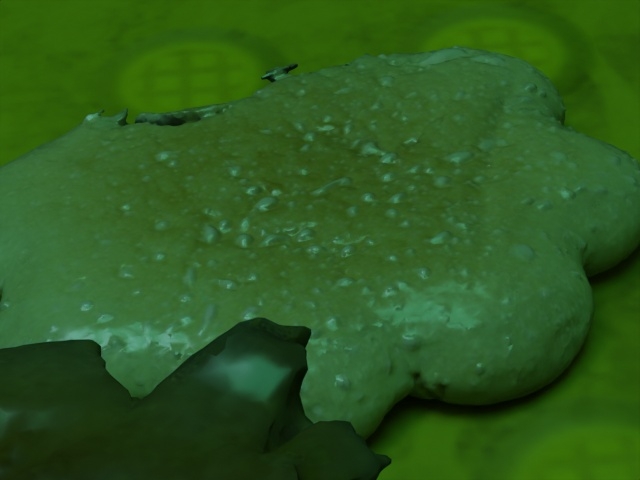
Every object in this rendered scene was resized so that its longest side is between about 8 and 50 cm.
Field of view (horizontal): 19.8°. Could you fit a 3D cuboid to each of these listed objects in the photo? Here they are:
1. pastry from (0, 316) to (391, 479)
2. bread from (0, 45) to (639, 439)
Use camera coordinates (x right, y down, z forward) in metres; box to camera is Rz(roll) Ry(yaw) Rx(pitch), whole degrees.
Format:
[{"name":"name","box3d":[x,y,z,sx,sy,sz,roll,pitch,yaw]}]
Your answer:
[{"name":"pastry","box3d":[-0.098,0.155,0.372,0.329,0.136,0.330,-2,38,1]},{"name":"bread","box3d":[0.000,0.000,0.647,0.250,0.039,0.182,-15,39,-15]}]
